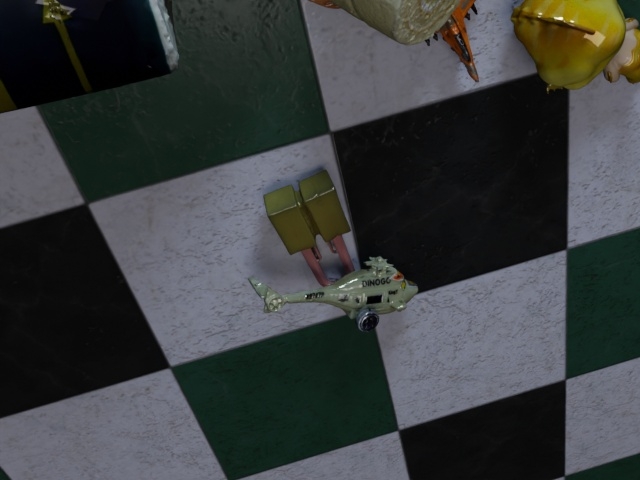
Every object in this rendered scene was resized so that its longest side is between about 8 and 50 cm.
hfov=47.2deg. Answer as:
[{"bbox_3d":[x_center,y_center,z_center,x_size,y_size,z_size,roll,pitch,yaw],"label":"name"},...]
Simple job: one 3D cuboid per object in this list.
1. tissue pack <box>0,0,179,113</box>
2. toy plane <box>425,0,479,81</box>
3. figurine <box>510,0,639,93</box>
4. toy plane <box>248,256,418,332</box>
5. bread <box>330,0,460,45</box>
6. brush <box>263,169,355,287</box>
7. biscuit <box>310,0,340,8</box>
[{"bbox_3d":[-0.367,-0.259,0.685,0.417,0.264,0.253,-14,133,-2],"label":"tissue pack"},{"bbox_3d":[0.166,-0.278,0.942,0.135,0.062,0.188,-31,142,10],"label":"toy plane"},{"bbox_3d":[0.359,-0.263,0.965,0.246,0.131,0.156,3,107,-33],"label":"figurine"},{"bbox_3d":[0.030,0.081,1.132,0.286,0.092,0.108,-6,119,-24],"label":"toy plane"},{"bbox_3d":[0.080,-0.311,0.815,0.148,0.141,0.134,-47,158,-8],"label":"bread"},{"bbox_3d":[0.000,0.000,1.118,0.103,0.047,0.233,-22,139,3],"label":"brush"},{"bbox_3d":[0.009,-0.324,0.887,0.091,0.015,0.078,12,123,-22],"label":"biscuit"}]
